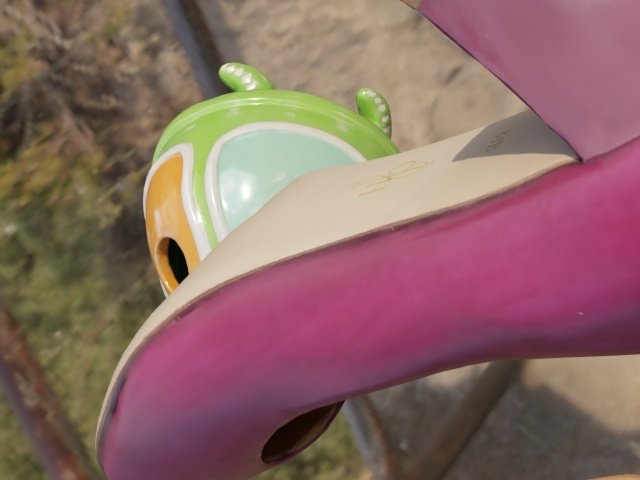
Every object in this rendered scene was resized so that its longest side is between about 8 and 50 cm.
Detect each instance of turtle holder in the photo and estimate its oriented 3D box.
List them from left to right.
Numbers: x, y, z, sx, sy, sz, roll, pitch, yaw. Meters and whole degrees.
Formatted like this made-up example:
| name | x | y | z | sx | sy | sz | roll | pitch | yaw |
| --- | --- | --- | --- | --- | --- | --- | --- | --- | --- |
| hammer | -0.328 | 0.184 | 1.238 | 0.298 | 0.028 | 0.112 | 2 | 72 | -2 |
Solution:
| name | x | y | z | sx | sy | sz | roll | pitch | yaw |
| --- | --- | --- | --- | --- | --- | --- | --- | --- | --- |
| turtle holder | -0.017 | 0.007 | 1.448 | 0.320 | 0.227 | 0.243 | 35 | 128 | -26 |

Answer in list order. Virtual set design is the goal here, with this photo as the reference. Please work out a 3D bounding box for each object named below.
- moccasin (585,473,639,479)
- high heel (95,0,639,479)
| name | x | y | z | sx | sy | sz | roll | pitch | yaw |
| --- | --- | --- | --- | --- | --- | --- | --- | --- | --- |
| moccasin | 0.296 | 0.348 | 1.446 | 0.147 | 0.139 | 0.380 | 3 | 149 | 32 |
| high heel | 0.051 | 0.039 | 0.489 | 0.181 | 0.127 | 0.377 | 41 | 141 | 2 |
